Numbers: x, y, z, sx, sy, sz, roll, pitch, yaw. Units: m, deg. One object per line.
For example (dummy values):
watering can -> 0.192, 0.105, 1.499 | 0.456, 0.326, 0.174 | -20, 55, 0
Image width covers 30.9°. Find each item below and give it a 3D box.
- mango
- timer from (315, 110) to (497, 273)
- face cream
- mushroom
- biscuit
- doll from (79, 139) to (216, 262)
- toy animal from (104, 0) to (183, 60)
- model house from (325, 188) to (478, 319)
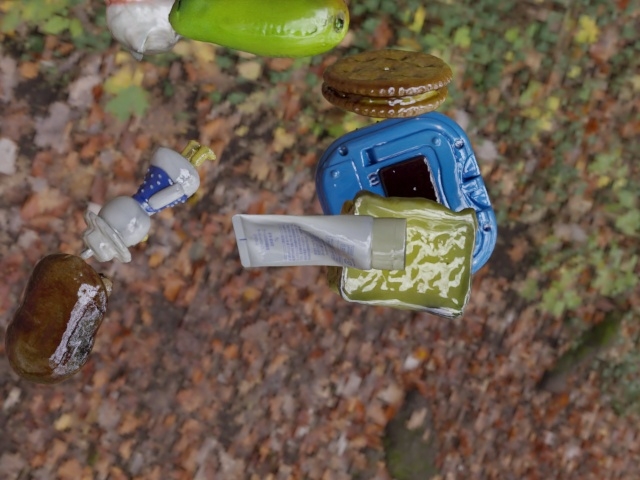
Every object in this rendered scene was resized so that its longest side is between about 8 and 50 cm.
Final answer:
mango -> -0.077, -0.284, 1.442 | 0.125, 0.233, 0.111 | -8, 102, -73
timer -> 0.163, -0.068, 2.217 | 0.115, 0.309, 0.340 | -68, 139, -80
face cream -> 0.000, 0.000, 1.517 | 0.114, 0.224, 0.070 | 83, 11, -52
mushroom -> -0.401, 0.118, 1.890 | 0.227, 0.148, 0.217 | -57, 175, 15
biscuit -> 0.109, -0.267, 1.942 | 0.220, 0.221, 0.066 | -39, 137, -51
doll -> -0.305, -0.066, 2.016 | 0.293, 0.138, 0.119 | -44, 123, -18
toy animal -> -0.307, -0.413, 1.858 | 0.188, 0.266, 0.308 | -62, -164, 0
model house -> 0.117, 0.012, 1.754 | 0.234, 0.194, 0.174 | -127, -136, -82
